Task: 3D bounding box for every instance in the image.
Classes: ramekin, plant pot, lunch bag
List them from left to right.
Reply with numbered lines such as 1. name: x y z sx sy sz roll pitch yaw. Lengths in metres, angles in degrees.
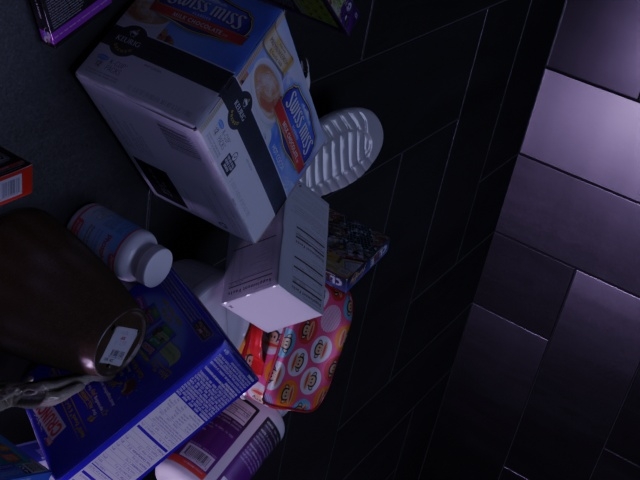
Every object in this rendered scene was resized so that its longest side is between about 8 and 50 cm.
1. plant pot: -0.370 0.098 1.385 0.215 0.230 0.215 -46 152 -34
2. ramekin: -0.255 0.159 1.812 0.273 0.127 0.273 -45 150 -35
3. lunch bag: -0.064 0.214 2.045 0.258 0.120 0.293 21 87 -54

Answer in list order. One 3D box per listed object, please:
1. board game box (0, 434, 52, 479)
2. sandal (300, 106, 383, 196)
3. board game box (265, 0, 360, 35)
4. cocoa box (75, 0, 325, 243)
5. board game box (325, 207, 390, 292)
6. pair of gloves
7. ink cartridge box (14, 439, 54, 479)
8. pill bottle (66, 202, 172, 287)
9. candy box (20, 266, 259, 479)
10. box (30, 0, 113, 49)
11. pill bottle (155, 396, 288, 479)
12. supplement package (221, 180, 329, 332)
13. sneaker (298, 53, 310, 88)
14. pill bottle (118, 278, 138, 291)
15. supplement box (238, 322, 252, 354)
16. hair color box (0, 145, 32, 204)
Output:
1. board game box: -0.505 0.297 1.339 0.047 0.210 0.160 -65 156 6
2. sandal: -0.044 -0.157 1.970 0.416 0.102 0.169 -34 130 -27
3. board game box: -0.079 -0.439 1.458 0.056 0.208 0.347 -64 157 -6
4. cocoa box: -0.167 -0.201 1.489 0.228 0.231 0.347 -56 156 -18
5. board game box: 0.000 0.000 2.023 0.165 0.243 0.042 -42 149 -39
6. pair of gloves: -0.439 0.222 1.382 0.204 0.240 0.042 2 80 -73
7. ink cartridge box: -0.488 0.481 1.650 0.330 0.071 0.324 -63 163 6
8. pill bottle: -0.312 0.010 1.500 0.087 0.160 0.087 -45 150 -36
9. candy box: -0.293 0.222 1.510 0.317 0.268 0.122 -39 128 -6
10. box: -0.333 -0.348 1.256 0.116 0.029 0.162 -48 153 -33
11. pill bottle: -0.204 0.447 2.143 0.323 0.181 0.181 -48 152 -30
12. supplement package: -0.080 0.023 1.771 0.134 0.139 0.244 37 46 -41
13. sneaker: -0.039 -0.319 1.883 0.044 0.040 0.109 -63 166 -45
14. pill bottle: -0.333 0.110 1.654 0.086 0.086 0.152 -16 127 -59
15. supplement box: -0.169 0.181 2.072 0.080 0.078 0.233 -50 154 -27
16. hair color box: -0.428 -0.093 1.181 0.072 0.141 0.043 -33 142 -49
